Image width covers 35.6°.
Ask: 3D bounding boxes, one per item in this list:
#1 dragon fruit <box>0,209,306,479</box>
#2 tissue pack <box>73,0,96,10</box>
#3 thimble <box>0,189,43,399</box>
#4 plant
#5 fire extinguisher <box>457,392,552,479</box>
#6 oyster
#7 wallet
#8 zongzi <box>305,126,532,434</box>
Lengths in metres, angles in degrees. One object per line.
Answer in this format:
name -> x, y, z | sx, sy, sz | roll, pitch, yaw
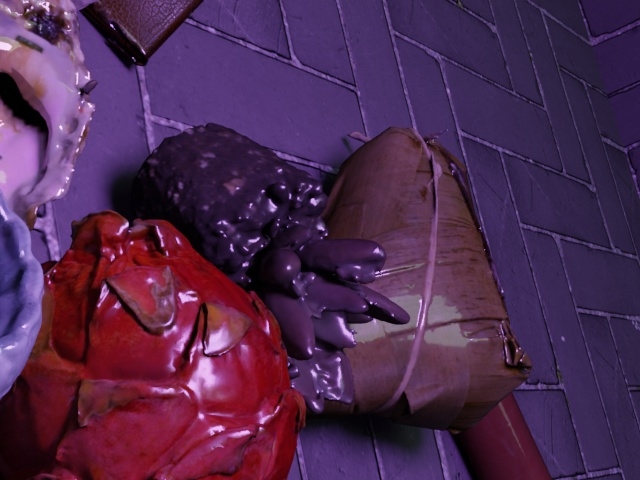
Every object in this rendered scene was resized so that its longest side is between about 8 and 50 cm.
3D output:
dragon fruit -> -0.149, 0.154, 0.862 | 0.277, 0.277, 0.343 | 15, 56, -51
tissue pack -> -0.248, -0.437, 1.077 | 0.194, 0.266, 0.357 | 44, 39, -39
thimble -> -0.318, 0.037, 0.703 | 0.205, 0.172, 0.250 | -3, 55, -50
plant -> -0.064, 0.027, 1.046 | 0.194, 0.182, 0.320 | -30, 57, -27
fire extinguisher -> 0.257, 0.274, 1.522 | 0.147, 0.106, 0.337 | -39, 105, -82
oyster -> -0.321, -0.108, 0.938 | 0.201, 0.107, 0.355 | 39, 57, -16
wallet -> -0.220, -0.323, 1.258 | 0.133, 0.039, 0.243 | 47, 38, -18
zongzi -> 0.012, -0.012, 1.278 | 0.467, 0.218, 0.500 | 12, 52, -35
